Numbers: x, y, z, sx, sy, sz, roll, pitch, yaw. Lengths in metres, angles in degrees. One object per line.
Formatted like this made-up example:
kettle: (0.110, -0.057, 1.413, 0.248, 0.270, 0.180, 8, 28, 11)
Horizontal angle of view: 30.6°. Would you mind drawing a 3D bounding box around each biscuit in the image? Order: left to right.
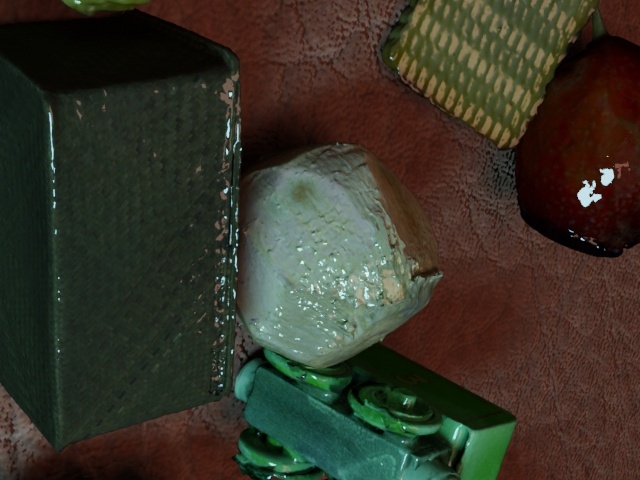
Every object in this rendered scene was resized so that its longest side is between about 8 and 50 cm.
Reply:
biscuit: (0.177, -0.227, 1.092, 0.172, 0.029, 0.254, 31, 90, -29)

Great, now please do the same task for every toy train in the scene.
toy train: (0.044, 0.169, 1.069, 0.188, 0.243, 0.132, -1, 112, -54)

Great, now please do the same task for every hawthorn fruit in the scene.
hawthorn fruit: (0.284, -0.109, 1.168, 0.190, 0.190, 0.251, -5, 92, -36)

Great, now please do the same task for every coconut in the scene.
coconut: (-0.002, 0.002, 0.989, 0.194, 0.194, 0.194, -17, 121, -31)

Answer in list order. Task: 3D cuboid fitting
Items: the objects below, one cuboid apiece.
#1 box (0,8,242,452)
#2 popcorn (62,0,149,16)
box: (-0.163, -0.016, 0.846, 0.143, 0.184, 0.273, -13, 119, -34)
popcorn: (-0.153, -0.222, 0.786, 0.162, 0.142, 0.135, -21, 97, -65)
